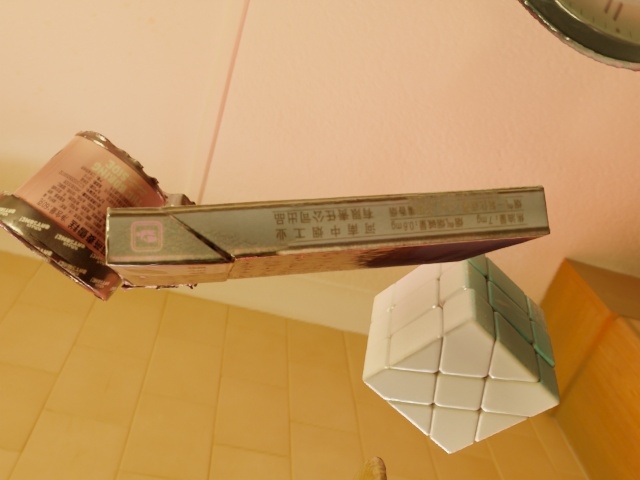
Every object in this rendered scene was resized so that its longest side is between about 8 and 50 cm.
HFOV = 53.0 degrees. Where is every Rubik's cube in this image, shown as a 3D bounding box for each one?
[{"bbox_3d":[0.327,0.247,1.519,0.322,0.316,0.319,43,-59,-16],"label":"Rubik's cube"}]

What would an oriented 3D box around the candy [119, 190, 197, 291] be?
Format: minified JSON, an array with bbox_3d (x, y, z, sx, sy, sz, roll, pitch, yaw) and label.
[{"bbox_3d":[-0.344,0.004,1.330,0.185,0.137,0.195,0,-104,15],"label":"candy"}]

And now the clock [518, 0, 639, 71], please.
[{"bbox_3d":[0.215,-0.277,0.483,0.067,0.325,0.325,-35,-66,-3],"label":"clock"}]

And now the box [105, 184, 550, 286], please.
[{"bbox_3d":[-0.001,0.000,0.542,0.325,0.180,0.047,-4,-97,-11],"label":"box"}]

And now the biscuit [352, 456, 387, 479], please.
[{"bbox_3d":[0.037,0.285,0.543,0.029,0.247,0.118,14,-74,-5],"label":"biscuit"}]

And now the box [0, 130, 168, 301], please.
[{"bbox_3d":[-0.248,-0.032,0.682,0.151,0.151,0.135,41,-110,-21],"label":"box"}]
